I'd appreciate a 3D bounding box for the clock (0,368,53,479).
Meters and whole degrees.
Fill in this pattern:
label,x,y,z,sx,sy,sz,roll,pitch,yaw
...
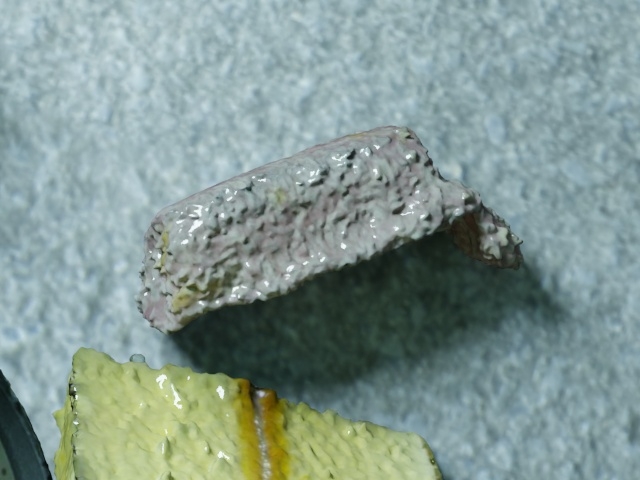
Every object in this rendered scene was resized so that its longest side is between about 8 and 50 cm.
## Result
label,x,y,z,sx,sy,sz,roll,pitch,yaw
clock,-0.272,0.183,1.142,0.061,0.312,0.312,-14,73,33

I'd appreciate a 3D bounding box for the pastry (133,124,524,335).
label,x,y,z,sx,sy,sz,roll,pitch,yaw
pastry,0.000,-0.014,1.312,0.265,0.103,0.112,-10,95,-16

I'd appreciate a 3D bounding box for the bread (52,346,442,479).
label,x,y,z,sx,sy,sz,roll,pitch,yaw
bread,-0.041,0.176,1.235,0.266,0.178,0.142,11,102,-15
